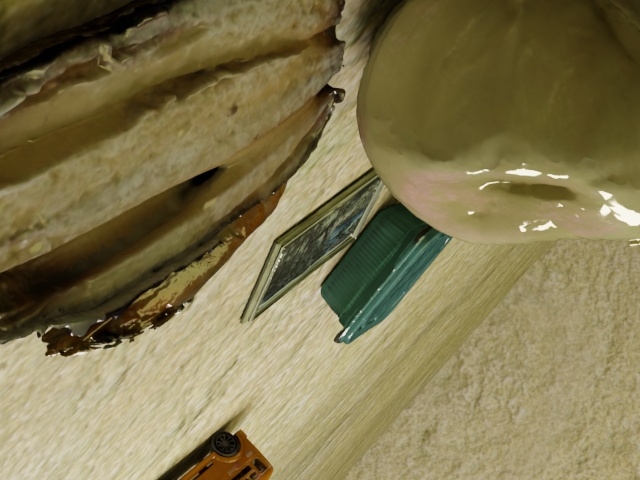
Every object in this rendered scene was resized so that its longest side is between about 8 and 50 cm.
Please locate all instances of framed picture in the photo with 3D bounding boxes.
[{"bbox_3d":[0.000,0.000,1.236,0.183,0.011,0.142,-37,163,-37],"label":"framed picture"}]

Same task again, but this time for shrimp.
[{"bbox_3d":[-0.110,0.021,0.912,0.236,0.053,0.133,-43,-173,-32],"label":"shrimp"}]

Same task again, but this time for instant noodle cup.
[{"bbox_3d":[0.076,0.026,1.421,0.179,0.070,0.157,-53,167,21],"label":"instant noodle cup"}]

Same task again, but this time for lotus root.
[{"bbox_3d":[-0.111,-0.051,0.632,0.329,0.078,0.167,-31,136,-45],"label":"lotus root"}]

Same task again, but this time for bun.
[{"bbox_3d":[0.190,-0.150,0.920,0.361,0.361,0.213,-42,124,-22],"label":"bun"}]

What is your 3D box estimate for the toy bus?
[{"bbox_3d":[-0.149,0.316,1.504,0.194,0.088,0.083,-36,164,-40],"label":"toy bus"}]
